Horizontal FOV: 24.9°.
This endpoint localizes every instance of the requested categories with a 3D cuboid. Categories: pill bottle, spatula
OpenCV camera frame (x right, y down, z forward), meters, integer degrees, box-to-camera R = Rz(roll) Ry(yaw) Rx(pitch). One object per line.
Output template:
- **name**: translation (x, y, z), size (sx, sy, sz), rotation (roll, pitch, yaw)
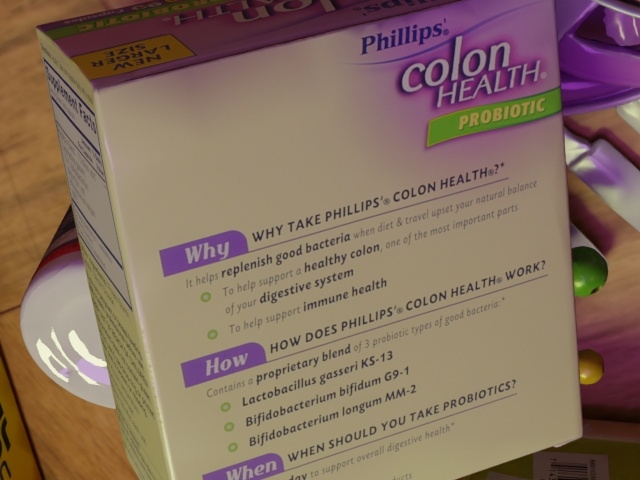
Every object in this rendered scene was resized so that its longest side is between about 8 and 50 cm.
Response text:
- **pill bottle**: translation (-0.096, 0.001, 0.841), size (0.108, 0.180, 0.108), rotation (5, 128, 7)
- **spatula**: translation (0.115, -0.076, 0.842), size (0.242, 0.019, 0.168), rotation (38, 126, -18)

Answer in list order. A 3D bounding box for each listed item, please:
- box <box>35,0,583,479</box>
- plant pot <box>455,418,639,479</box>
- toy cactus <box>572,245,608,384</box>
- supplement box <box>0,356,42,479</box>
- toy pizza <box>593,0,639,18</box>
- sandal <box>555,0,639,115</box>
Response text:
- **box**: translation (0.000, 0.000, 0.698), size (0.214, 0.117, 0.243), rotation (-16, 116, -17)
- **plant pot**: translation (0.156, 0.243, 0.956), size (0.227, 0.228, 0.207), rotation (3, 120, 9)
- **toy cactus**: translation (0.066, 0.042, 0.887), size (0.180, 0.112, 0.219), rotation (44, 145, -11)
- **supplement box**: translation (-0.337, 0.134, 0.985), size (0.194, 0.195, 0.356), rotation (0, 128, 12)
- **toy pizza**: translation (0.165, -0.187, 0.641), size (0.201, 0.201, 0.032), rotation (11, 159, 3)
- **sandal**: translation (0.205, -0.139, 0.715), size (0.416, 0.102, 0.169), rotation (-9, 120, 16)
